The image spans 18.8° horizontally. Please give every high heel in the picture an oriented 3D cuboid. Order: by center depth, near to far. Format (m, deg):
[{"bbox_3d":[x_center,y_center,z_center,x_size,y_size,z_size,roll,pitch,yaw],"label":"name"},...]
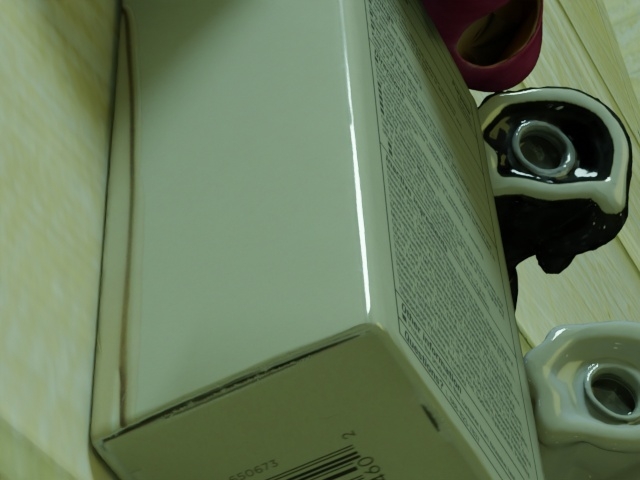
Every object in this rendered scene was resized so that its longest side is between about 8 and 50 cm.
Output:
[{"bbox_3d":[0.097,-0.116,0.926,0.117,0.082,0.244,31,-12,26],"label":"high heel"}]

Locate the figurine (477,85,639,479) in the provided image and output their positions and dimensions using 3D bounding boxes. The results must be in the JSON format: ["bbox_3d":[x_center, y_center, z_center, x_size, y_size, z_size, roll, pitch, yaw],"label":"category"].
[{"bbox_3d":[0.111,0.061,1.026,0.209,0.092,0.214,112,-31,-61],"label":"figurine"}]

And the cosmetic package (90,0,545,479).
[{"bbox_3d":[0.000,0.000,0.776,0.160,0.113,0.309,56,18,-34],"label":"cosmetic package"}]
